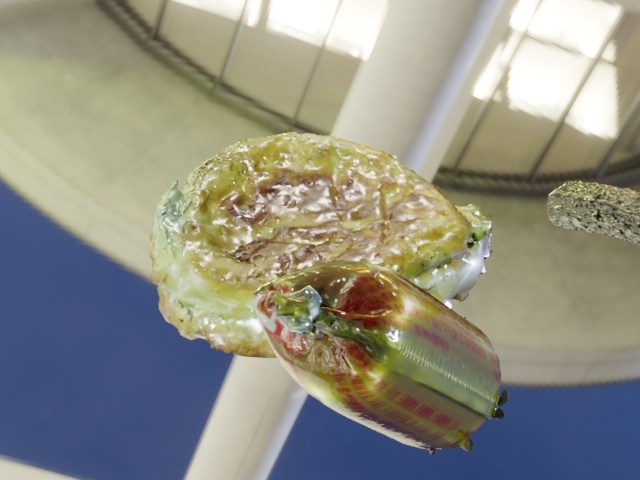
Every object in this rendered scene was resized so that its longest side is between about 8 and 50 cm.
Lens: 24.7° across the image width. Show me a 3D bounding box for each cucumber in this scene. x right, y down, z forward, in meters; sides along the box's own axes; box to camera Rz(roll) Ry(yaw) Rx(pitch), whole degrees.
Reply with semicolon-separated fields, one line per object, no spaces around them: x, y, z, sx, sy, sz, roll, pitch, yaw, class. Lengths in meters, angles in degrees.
0.299;-0.026;1.471;0.058;0.058;0.187;-2;-170;-24;cucumber

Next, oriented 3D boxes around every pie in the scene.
0.000;0.000;1.439;0.355;0.103;0.288;-23;-139;-30;pie

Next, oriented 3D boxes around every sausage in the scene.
0.042;0.085;1.105;0.125;0.117;0.317;46;-173;27;sausage
